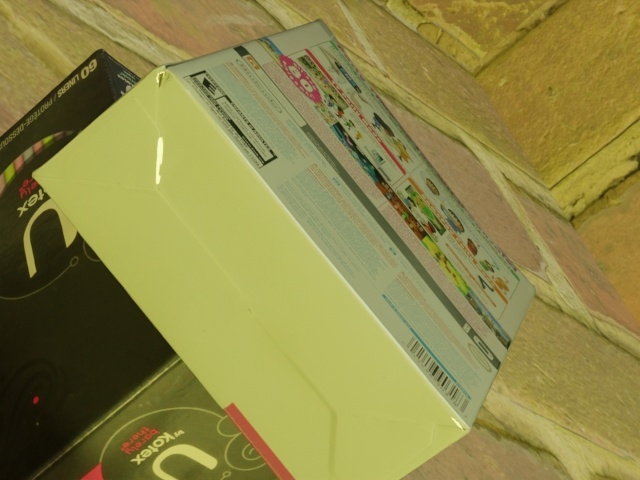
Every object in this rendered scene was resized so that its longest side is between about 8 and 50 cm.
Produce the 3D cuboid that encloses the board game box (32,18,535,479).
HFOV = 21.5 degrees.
[{"bbox_3d":[0.000,0.000,0.925,0.224,0.097,0.303,52,18,0],"label":"board game box"}]

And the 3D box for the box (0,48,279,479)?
[{"bbox_3d":[-0.115,0.046,0.988,0.143,0.165,0.270,36,21,-39],"label":"box"}]
